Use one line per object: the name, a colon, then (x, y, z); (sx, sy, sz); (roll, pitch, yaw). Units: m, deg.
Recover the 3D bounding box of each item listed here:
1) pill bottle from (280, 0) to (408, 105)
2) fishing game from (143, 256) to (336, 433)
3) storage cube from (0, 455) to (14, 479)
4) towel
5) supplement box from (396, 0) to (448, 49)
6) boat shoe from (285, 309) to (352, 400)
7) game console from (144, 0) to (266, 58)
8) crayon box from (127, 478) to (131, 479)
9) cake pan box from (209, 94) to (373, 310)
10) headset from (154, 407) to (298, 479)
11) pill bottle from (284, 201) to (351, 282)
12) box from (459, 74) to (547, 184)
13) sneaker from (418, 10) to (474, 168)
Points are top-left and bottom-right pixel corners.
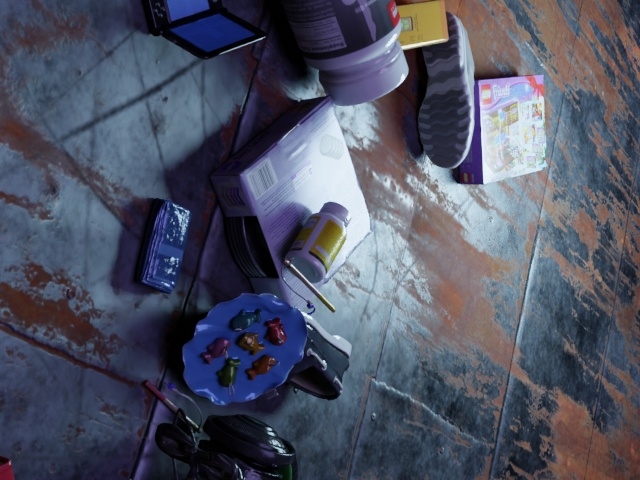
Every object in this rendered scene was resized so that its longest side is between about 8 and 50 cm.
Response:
pill bottle: (0.027, -0.357, 1.641); (0.161, 0.161, 0.283); (-52, 129, -40)
fishing game: (-0.098, 0.155, 1.483); (0.264, 0.041, 0.189); (-39, 131, -3)
storage cube: (-0.407, 0.321, 1.054); (0.215, 0.184, 0.193); (-22, 110, -52)
towel: (-0.204, 0.008, 1.452); (0.067, 0.029, 0.119); (28, 69, -52)
supplement box: (0.127, -0.360, 1.856); (0.233, 0.080, 0.078); (-23, 109, -53)
boat shoe: (-0.045, 0.163, 1.607); (0.302, 0.114, 0.091); (30, 62, -50)
game console: (-0.154, -0.314, 1.462); (0.144, 0.085, 0.124); (-33, 117, -49)
crayon box: (-0.246, 0.421, 1.110); (0.083, 0.203, 0.323); (27, 62, -6)
cake pan box: (-0.036, -0.051, 1.651); (0.267, 0.070, 0.245); (-47, 125, -42)
headset: (-0.117, 0.343, 1.429); (0.243, 0.185, 0.394); (-55, 147, -22)
pill bottle: (0.000, 0.000, 1.591); (0.116, 0.065, 0.065); (-59, 135, -32)
box: (0.368, -0.228, 2.206); (0.293, 0.057, 0.201); (-15, 104, -53)
sneaker: (0.248, -0.272, 2.002); (0.115, 0.105, 0.281); (-7, 100, -60)
